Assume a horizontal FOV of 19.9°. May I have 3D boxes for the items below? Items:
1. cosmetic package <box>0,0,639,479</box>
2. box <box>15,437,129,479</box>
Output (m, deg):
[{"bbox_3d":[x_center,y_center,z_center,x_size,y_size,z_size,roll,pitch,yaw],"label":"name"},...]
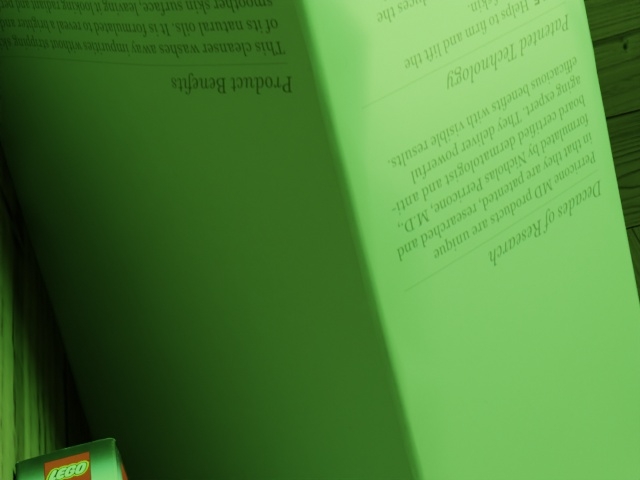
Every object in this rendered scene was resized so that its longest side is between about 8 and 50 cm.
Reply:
[{"bbox_3d":[0.000,0.000,0.757,0.217,0.156,0.385,9,-59,45],"label":"cosmetic package"},{"bbox_3d":[-0.058,0.182,0.623,0.114,0.036,0.207,-106,-178,-57],"label":"box"}]
